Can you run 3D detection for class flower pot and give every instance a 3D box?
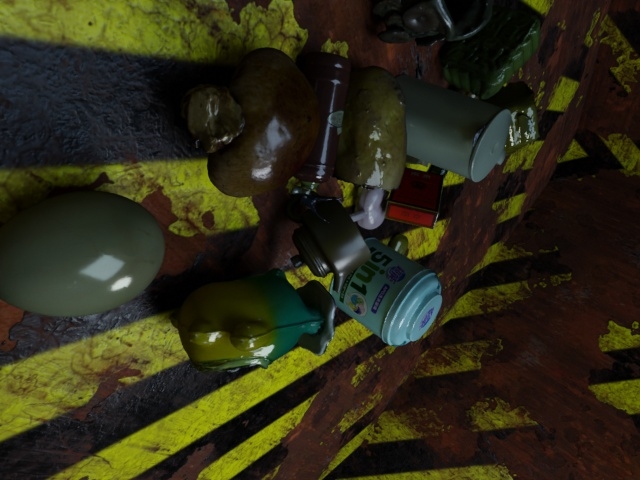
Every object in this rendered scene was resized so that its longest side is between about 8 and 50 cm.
[{"bbox_3d":[0.253,-0.569,0.976,0.301,0.213,0.302,-34,141,-34],"label":"flower pot"}]

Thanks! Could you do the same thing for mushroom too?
[{"bbox_3d":[-0.116,-0.204,0.801,0.283,0.195,0.264,-16,135,-47],"label":"mushroom"}]

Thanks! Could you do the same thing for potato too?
[{"bbox_3d":[0.115,-0.276,1.064,0.229,0.229,0.266,-13,119,-49],"label":"potato"}]

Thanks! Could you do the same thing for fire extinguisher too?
[{"bbox_3d":[0.007,-0.211,0.959,0.137,0.102,0.344,7,101,-10],"label":"fire extinguisher"}]

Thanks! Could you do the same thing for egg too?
[{"bbox_3d":[-0.356,0.020,0.667,0.241,0.186,0.186,-15,129,-43],"label":"egg"}]

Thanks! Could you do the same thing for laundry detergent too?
[{"bbox_3d":[0.234,0.182,1.514,0.287,0.305,0.287,-34,141,-33],"label":"laundry detergent"}]

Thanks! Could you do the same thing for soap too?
[{"bbox_3d":[0.289,0.042,1.710,0.088,0.045,0.140,19,102,-38],"label":"soap"}]

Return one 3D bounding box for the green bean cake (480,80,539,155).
[{"bbox_3d":[0.610,-0.411,1.585,0.202,0.284,0.310,66,27,-27],"label":"green bean cake"}]

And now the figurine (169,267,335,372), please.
[{"bbox_3d":[-0.155,0.178,1.012,0.339,0.323,0.232,2,92,-36],"label":"figurine"}]

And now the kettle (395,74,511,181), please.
[{"bbox_3d":[0.334,-0.294,1.230,0.205,0.318,0.265,-51,147,-15],"label":"kettle"}]

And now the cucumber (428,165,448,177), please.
[{"bbox_3d":[0.428,-0.237,1.651,0.294,0.067,0.067,-61,148,1],"label":"cucumber"}]

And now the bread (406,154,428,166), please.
[{"bbox_3d":[0.326,-0.315,1.429,0.105,0.077,0.152,-3,118,-54],"label":"bread"}]

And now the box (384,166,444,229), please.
[{"bbox_3d":[0.296,-0.139,1.384,0.240,0.153,0.074,-63,159,-51],"label":"box"}]

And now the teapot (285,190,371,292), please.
[{"bbox_3d":[0.000,0.000,1.090,0.175,0.268,0.185,-31,164,-4],"label":"teapot"}]

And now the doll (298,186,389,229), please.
[{"bbox_3d":[0.087,-0.072,1.293,0.365,0.094,0.160,-31,132,-38],"label":"doll"}]

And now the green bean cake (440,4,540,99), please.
[{"bbox_3d":[0.490,-0.556,1.311,0.248,0.222,0.125,-57,150,3],"label":"green bean cake"}]

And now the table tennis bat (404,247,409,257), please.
[{"bbox_3d":[0.329,0.087,1.839,0.131,0.022,0.234,-53,147,-9],"label":"table tennis bat"}]

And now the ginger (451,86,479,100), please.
[{"bbox_3d":[0.512,-0.527,1.480,0.263,0.116,0.109,-48,112,-7],"label":"ginger"}]
